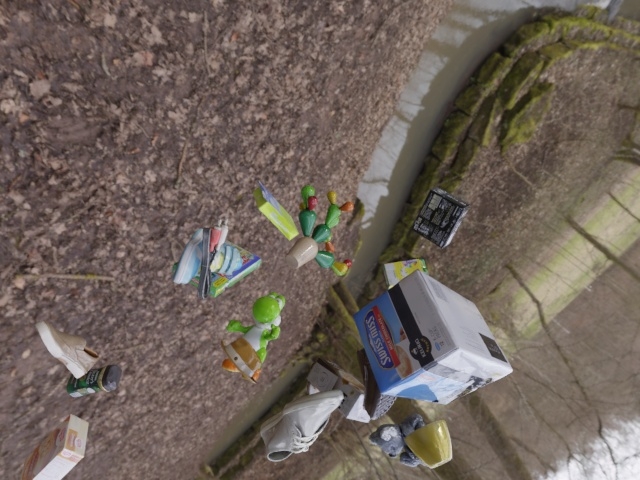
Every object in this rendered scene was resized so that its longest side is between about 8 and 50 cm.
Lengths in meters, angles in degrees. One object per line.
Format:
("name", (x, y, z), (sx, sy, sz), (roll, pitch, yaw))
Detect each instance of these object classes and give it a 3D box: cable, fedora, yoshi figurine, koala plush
("cable", (-0.366, 0.063, 1.364), (0.139, 0.072, 0.287), (-97, -165, -89))
("fedora", (-0.259, 0.395, 1.379), (0.079, 0.194, 0.194), (-40, 154, -15))
("yoshi figurine", (-0.261, 0.369, 1.642), (0.203, 0.203, 0.362), (31, 73, -24))
("koala plush", (0.325, 0.828, 1.698), (0.221, 0.203, 0.196), (9, 148, -9))

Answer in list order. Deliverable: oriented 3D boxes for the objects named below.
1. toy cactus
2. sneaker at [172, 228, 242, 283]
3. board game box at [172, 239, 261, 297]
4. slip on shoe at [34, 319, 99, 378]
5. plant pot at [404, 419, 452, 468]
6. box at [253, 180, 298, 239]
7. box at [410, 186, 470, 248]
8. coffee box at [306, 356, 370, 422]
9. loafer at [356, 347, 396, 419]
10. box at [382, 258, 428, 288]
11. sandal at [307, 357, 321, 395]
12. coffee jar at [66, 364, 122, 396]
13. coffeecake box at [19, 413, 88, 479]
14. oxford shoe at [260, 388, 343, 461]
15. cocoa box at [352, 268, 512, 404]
("toy cactus", (0.000, 0.000, 0.846), (0.180, 0.112, 0.219), (-44, 129, -43))
("sneaker", (-0.389, 0.079, 1.449), (0.127, 0.208, 0.319), (-58, -167, 24))
("board game box", (-0.423, 0.104, 1.693), (0.317, 0.213, 0.046), (-39, 151, -59))
("slip on shoe", (-0.371, 0.155, 0.597), (0.041, 0.051, 0.135), (-35, 142, -29))
("plant pot", (0.326, 0.600, 1.178), (0.134, 0.095, 0.134), (-15, 141, -12))
("box", (-0.141, -0.091, 1.233), (0.042, 0.109, 0.178), (-36, 128, 7))
("box", (0.453, -0.086, 1.534), (0.077, 0.147, 0.180), (-21, 138, -50))
("coffee box", (0.082, 0.552, 1.505), (0.141, 0.246, 0.098), (35, 84, -42))
("loafer", (0.187, 0.395, 1.329), (0.134, 0.130, 0.366), (7, 92, -50))
("box", (0.364, 0.139, 1.717), (0.179, 0.105, 0.043), (-8, 155, -4))
("sandal", (-0.006, 0.606, 1.753), (0.090, 0.060, 0.219), (-21, 128, -46))
("coffee jar", (-0.871, 0.541, 1.566), (0.184, 0.096, 0.079), (-11, 132, 5))
("coffeecake box", (-0.790, 0.643, 1.201), (0.185, 0.142, 0.068), (-45, 120, -4))
("oxford shoe", (-0.055, 0.568, 1.235), (0.169, 0.130, 0.449), (8, 139, -31))
("cocoa box", (0.298, 0.274, 1.080), (0.228, 0.231, 0.347), (-39, 136, 23))
